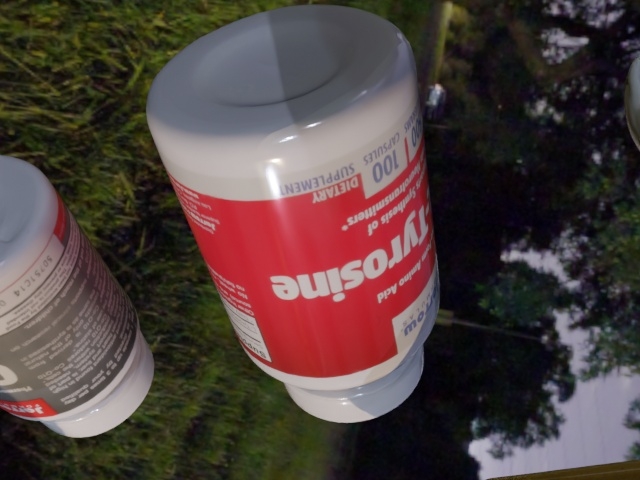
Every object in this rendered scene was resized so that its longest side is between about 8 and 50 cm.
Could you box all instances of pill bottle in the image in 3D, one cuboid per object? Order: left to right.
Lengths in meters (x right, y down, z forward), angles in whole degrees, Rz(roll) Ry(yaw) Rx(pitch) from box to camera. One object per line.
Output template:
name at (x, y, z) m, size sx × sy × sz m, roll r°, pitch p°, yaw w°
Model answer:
pill bottle at (-0.270, 0.071, 0.653) m, size 0.283 × 0.161 × 0.161 m, roll 76°, pitch 25°, yaw -51°
pill bottle at (0.000, 0.000, 0.694) m, size 0.229 × 0.229 × 0.407 m, roll -71°, pitch 155°, yaw -43°

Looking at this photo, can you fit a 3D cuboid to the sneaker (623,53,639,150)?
sneaker at (0.157, -0.022, 0.215) m, size 0.094 × 0.091 × 0.258 m, roll -44°, pitch -171°, yaw 12°

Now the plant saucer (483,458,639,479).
plant saucer at (0.215, 0.293, 0.651) m, size 0.333 × 0.333 × 0.081 m, roll -11°, pitch 80°, yaw -51°
